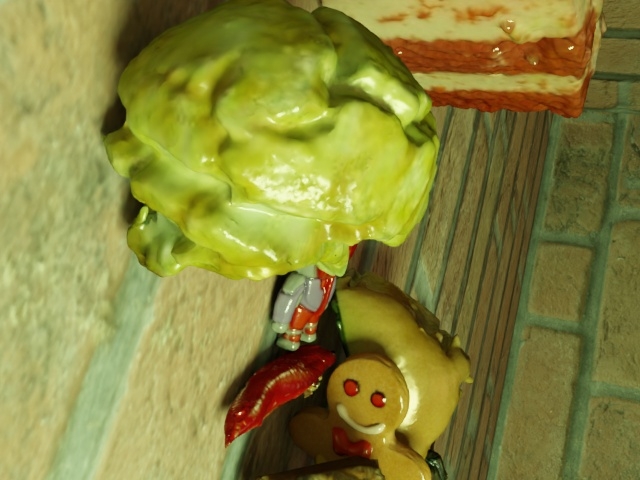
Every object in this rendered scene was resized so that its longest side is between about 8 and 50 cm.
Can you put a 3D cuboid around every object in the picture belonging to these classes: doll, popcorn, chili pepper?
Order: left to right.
[{"bbox_3d":[-0.024,-0.061,0.536,0.221,0.204,0.183,2,95,-56],"label":"popcorn"},{"bbox_3d":[-0.035,0.139,0.803,0.050,0.059,0.268,60,24,6],"label":"chili pepper"},{"bbox_3d":[0.000,0.000,0.795,0.102,0.075,0.227,-24,130,-56],"label":"doll"}]

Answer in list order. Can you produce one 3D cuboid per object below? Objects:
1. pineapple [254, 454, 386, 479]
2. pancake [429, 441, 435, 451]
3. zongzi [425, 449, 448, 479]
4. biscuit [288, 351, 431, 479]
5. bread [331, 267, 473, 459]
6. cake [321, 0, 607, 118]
[{"bbox_3d":[0.021,0.386,0.751,0.165,0.166,0.364,14,63,-70],"label":"pineapple"},{"bbox_3d":[0.182,0.328,1.467,0.257,0.056,0.212,-72,167,-46],"label":"pancake"},{"bbox_3d":[0.149,0.412,1.313,0.242,0.112,0.220,-17,122,-73],"label":"zongzi"},{"bbox_3d":[0.032,0.233,0.853,0.036,0.166,0.250,-18,123,-56],"label":"biscuit"},{"bbox_3d":[0.103,0.147,0.937,0.174,0.133,0.251,-42,119,-84],"label":"bread"},{"bbox_3d":[0.163,-0.299,0.850,0.319,0.270,0.269,26,73,-68],"label":"cake"}]
